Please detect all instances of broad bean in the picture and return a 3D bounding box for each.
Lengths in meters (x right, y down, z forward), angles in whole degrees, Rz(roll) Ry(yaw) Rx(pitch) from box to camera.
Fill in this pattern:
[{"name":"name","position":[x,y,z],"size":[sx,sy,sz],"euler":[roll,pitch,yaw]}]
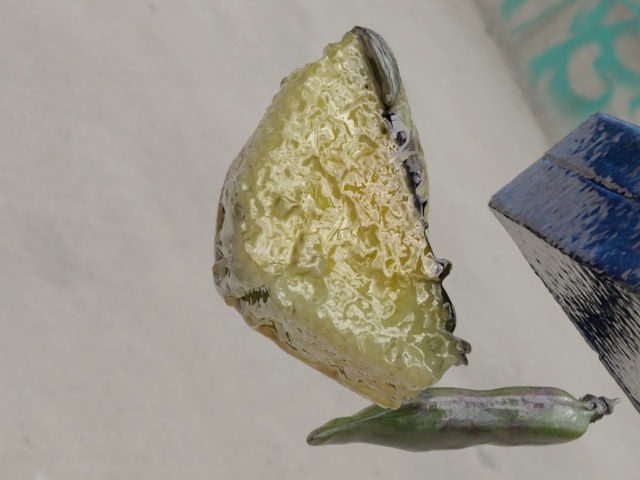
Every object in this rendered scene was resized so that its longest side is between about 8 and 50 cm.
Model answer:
[{"name":"broad bean","position":[0.150,0.175,1.476],"size":[0.339,0.077,0.061],"euler":[0,69,-16]}]

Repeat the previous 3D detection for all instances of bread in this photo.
[{"name":"bread","position":[0.000,0.000,1.089],"size":[0.204,0.162,0.262],"euler":[124,-49,-76]}]

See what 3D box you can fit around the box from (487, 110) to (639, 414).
[{"name":"box","position":[0.258,0.072,0.938],"size":[0.279,0.116,0.261],"euler":[53,-4,-18]}]
